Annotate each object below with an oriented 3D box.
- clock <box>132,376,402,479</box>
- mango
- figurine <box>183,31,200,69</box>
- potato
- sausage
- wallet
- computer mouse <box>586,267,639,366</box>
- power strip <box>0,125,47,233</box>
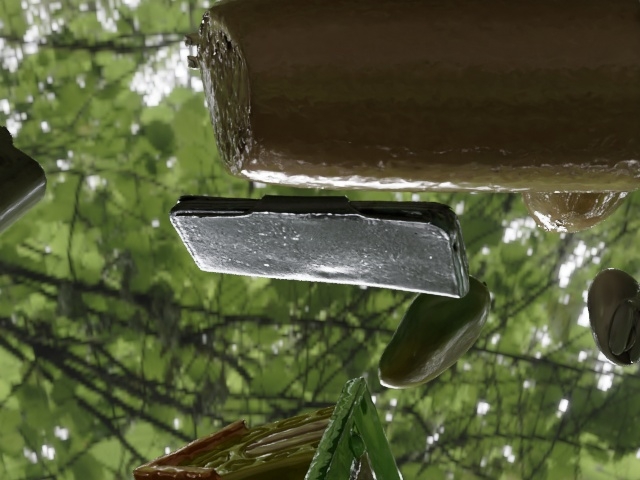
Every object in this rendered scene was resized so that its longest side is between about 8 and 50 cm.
[{"bbox_3d":[-0.095,0.170,0.520,0.255,0.106,0.220,-17,-171,11],"label":"clock"},{"bbox_3d":[0.156,0.123,1.712,0.122,0.191,0.085,2,-138,-53],"label":"mango"},{"bbox_3d":[-0.061,-0.226,1.445,0.187,0.083,0.083,-10,-133,-17],"label":"figurine"},{"bbox_3d":[0.233,-0.070,1.119,0.112,0.147,0.112,5,-125,-7],"label":"potato"},{"bbox_3d":[0.055,-0.086,0.713,0.253,0.123,0.123,-1,-134,-3],"label":"sausage"},{"bbox_3d":[0.000,0.000,1.389,0.318,0.172,0.045,3,-117,16],"label":"wallet"},{"bbox_3d":[0.283,0.069,1.180,0.066,0.039,0.096,26,-131,-30],"label":"computer mouse"},{"bbox_3d":[-0.254,0.013,0.647,0.092,0.034,0.268,31,-136,10],"label":"power strip"}]
